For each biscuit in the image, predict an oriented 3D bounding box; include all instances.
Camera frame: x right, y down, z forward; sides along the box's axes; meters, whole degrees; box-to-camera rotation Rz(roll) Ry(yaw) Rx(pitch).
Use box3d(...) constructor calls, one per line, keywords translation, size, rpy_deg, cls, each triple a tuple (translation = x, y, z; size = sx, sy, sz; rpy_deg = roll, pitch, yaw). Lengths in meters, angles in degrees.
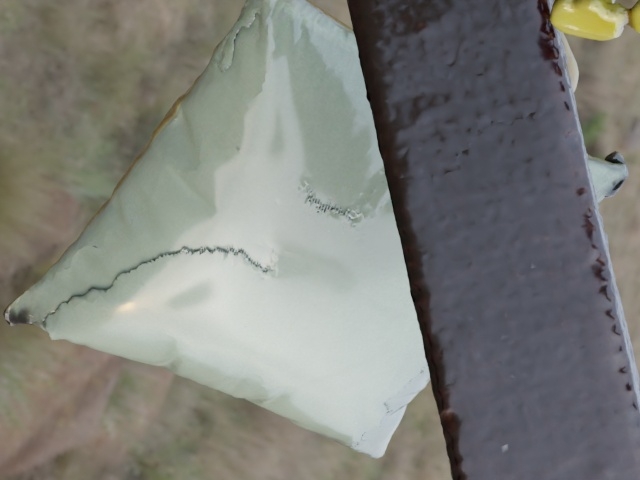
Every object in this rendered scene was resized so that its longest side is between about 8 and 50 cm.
box3d(translation=(0.093, -0.020, 0.881), size=(0.073, 0.107, 0.388), rpy_deg=(-11, 89, -81), cls="biscuit")

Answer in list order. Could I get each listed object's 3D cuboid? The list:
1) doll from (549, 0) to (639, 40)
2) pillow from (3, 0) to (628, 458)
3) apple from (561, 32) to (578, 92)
box3d(translation=(0.178, -0.223, 0.814), size=(0.119, 0.138, 0.293), rpy_deg=(66, 38, -57), cls="doll")
box3d(translation=(0.000, 0.000, 1.112), size=(0.312, 0.310, 0.119), rpy_deg=(-52, -148, 24), cls="pillow")
box3d(translation=(0.131, -0.127, 1.189), size=(0.114, 0.102, 0.099), rpy_deg=(-71, 147, -67), cls="apple")
